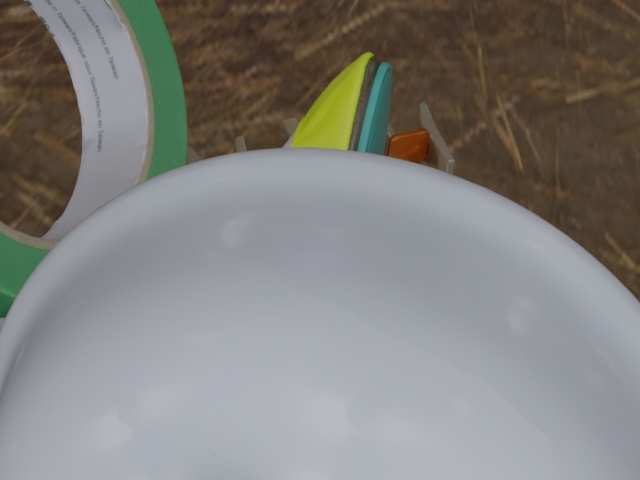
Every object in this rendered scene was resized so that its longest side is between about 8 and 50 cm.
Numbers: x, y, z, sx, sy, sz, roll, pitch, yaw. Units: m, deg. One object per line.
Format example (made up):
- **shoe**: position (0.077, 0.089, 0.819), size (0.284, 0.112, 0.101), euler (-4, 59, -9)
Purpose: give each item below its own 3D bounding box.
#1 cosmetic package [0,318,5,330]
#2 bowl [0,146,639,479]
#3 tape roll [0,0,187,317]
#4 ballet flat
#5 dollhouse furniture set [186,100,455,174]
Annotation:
- **cosmetic package**: position (-0.362, 0.205, 1.604), size (0.327, 0.394, 0.329), euler (1, 89, 26)
- **bowl**: position (-0.006, 0.125, 0.664), size (0.298, 0.134, 0.297), euler (6, 115, 12)
- **tape roll**: position (-0.232, -0.104, 1.370), size (0.077, 0.321, 0.321), euler (-11, 110, 38)
- **ballet flat**: position (-0.010, 0.011, 0.970), size (0.077, 0.077, 0.231), euler (9, 113, 11)
- **dollhouse furniture set**: position (0.000, 0.000, 1.902), size (0.262, 0.135, 0.259), euler (-12, 140, -17)
